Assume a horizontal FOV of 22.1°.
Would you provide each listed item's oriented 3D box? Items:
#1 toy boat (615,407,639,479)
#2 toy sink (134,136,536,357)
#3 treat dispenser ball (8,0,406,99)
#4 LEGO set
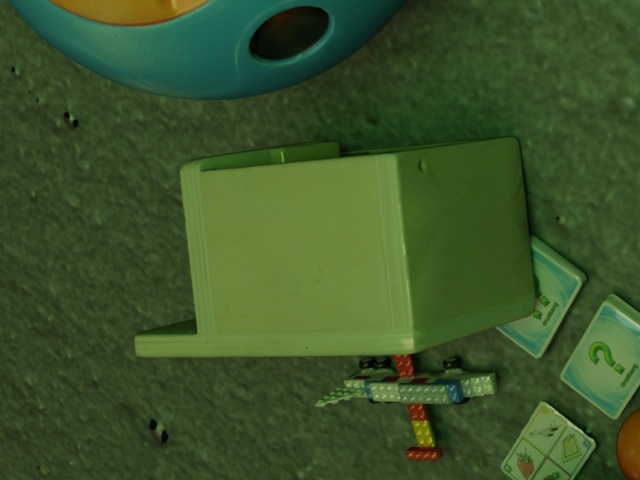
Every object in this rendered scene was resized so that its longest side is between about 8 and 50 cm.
[{"bbox_3d":[0.221,0.181,1.071,0.231,0.151,0.151,-6,79,37],"label":"toy boat"},{"bbox_3d":[0.000,0.000,1.088,0.234,0.153,0.131,-4,94,37],"label":"toy sink"},{"bbox_3d":[-0.065,-0.224,0.941,0.288,0.288,0.288,16,122,28],"label":"treat dispenser ball"},{"bbox_3d":[0.108,0.104,1.146,0.182,0.060,0.244,39,130,18],"label":"LEGO set"}]
